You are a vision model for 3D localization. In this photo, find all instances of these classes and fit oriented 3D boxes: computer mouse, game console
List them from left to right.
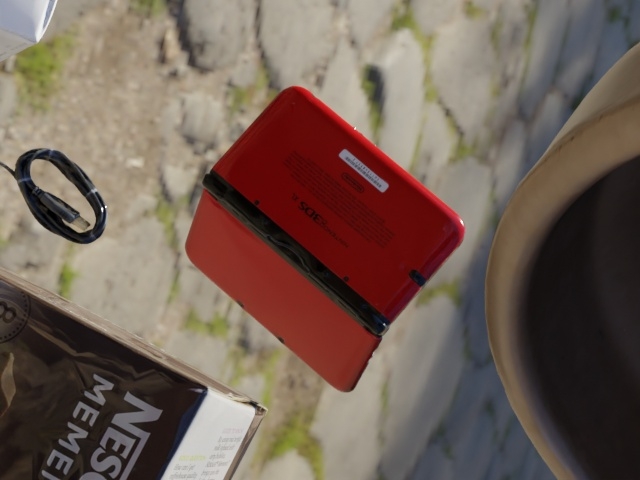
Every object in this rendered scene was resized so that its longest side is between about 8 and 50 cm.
[{"bbox_3d":[-0.265,-0.071,1.197,0.071,0.242,0.041,-62,179,-12],"label":"computer mouse"},{"bbox_3d":[0.000,0.000,0.981,0.124,0.144,0.085,-49,169,-5],"label":"game console"}]

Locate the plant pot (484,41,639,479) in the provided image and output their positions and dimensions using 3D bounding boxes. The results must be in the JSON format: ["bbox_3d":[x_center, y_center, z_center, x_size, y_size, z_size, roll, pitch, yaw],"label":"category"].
[{"bbox_3d":[0.211,-0.015,0.477,0.229,0.263,0.263,-55,152,-32],"label":"plant pot"}]

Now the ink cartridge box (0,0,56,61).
[{"bbox_3d":[-0.311,-0.188,1.115,0.181,0.225,0.056,0,-111,67],"label":"ink cartridge box"}]

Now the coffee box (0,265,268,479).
[{"bbox_3d":[-0.175,0.172,0.799,0.297,0.168,0.119,-62,164,-5],"label":"coffee box"}]
